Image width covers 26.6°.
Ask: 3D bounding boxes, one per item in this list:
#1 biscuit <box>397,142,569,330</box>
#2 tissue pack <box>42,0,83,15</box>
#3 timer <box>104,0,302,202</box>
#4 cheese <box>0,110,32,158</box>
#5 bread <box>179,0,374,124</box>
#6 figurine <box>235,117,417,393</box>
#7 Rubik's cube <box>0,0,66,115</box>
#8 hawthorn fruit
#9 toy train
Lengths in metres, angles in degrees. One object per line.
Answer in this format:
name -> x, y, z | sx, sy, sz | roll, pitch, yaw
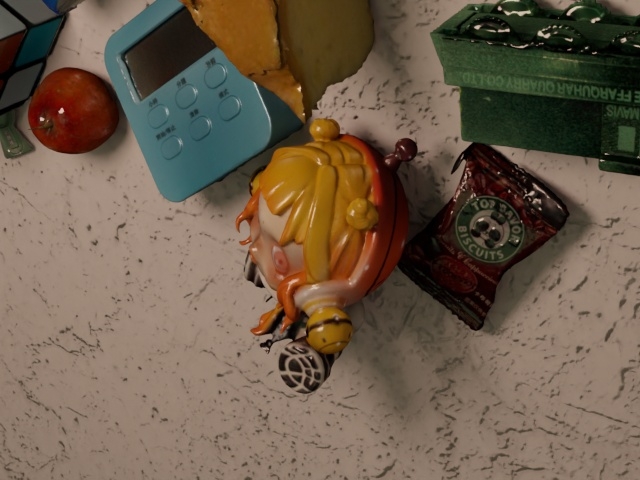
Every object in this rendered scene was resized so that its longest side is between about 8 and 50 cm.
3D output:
biscuit -> 0.192, -0.002, 1.688 | 0.151, 0.063, 0.235 | 37, 124, 5
tissue pack -> -0.367, -0.445, 1.730 | 0.270, 0.137, 0.209 | 49, 153, 0
timer -> -0.169, -0.203, 1.791 | 0.232, 0.091, 0.250 | -30, 91, 37
cheese -> -0.474, -0.182, 2.015 | 0.067, 0.026, 0.121 | -14, 105, 35
bread -> -0.026, -0.358, 1.538 | 0.315, 0.248, 0.279 | 42, 128, 2
figurine -> 0.004, 0.001, 1.718 | 0.323, 0.196, 0.320 | 106, 150, -43
Rubik's cube -> -0.488, -0.278, 1.883 | 0.167, 0.180, 0.183 | 40, 128, 7
hawthorn fruit -> -0.347, -0.172, 1.891 | 0.125, 0.140, 0.125 | 3, 140, 3
toy train -> 0.282, -0.172, 1.513 | 0.330, 0.138, 0.178 | 10, 121, 27
